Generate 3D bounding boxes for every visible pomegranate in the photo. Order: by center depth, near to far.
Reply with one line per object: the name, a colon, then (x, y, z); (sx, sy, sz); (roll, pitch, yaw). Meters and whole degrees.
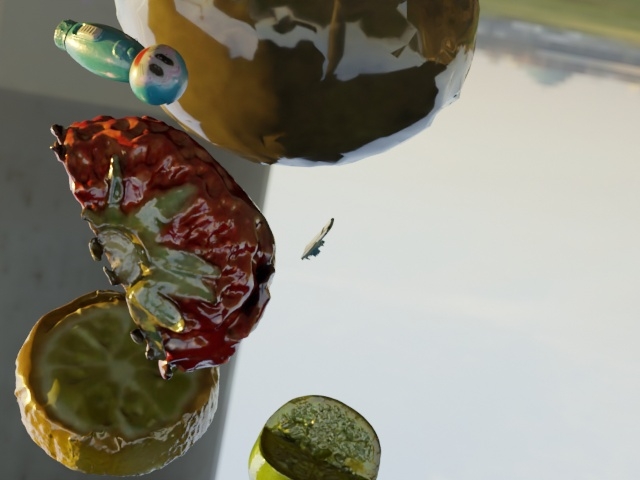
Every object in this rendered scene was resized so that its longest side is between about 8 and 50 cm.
pomegranate: (-0.011, 0.261, 2.012); (0.143, 0.169, 0.122); (21, 143, -12)

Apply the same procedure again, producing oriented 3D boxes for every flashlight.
flashlight: (-0.166, -0.149, 1.523); (0.129, 0.051, 0.051); (23, -167, 29)

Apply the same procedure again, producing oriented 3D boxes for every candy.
candy: (-0.254, 0.176, 2.301); (0.260, 0.118, 0.260); (3, -135, -2)

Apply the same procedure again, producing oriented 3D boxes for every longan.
longan: (-0.035, -0.288, 2.080); (0.404, 0.436, 0.404); (-27, 180, 0)

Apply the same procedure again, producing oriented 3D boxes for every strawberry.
strawberry: (-0.124, -0.007, 1.717); (0.150, 0.253, 0.280); (-24, 173, 4)

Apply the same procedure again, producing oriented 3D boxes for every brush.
brush: (0.000, 0.000, 1.744); (0.013, 0.016, 0.083); (28, 153, -6)
